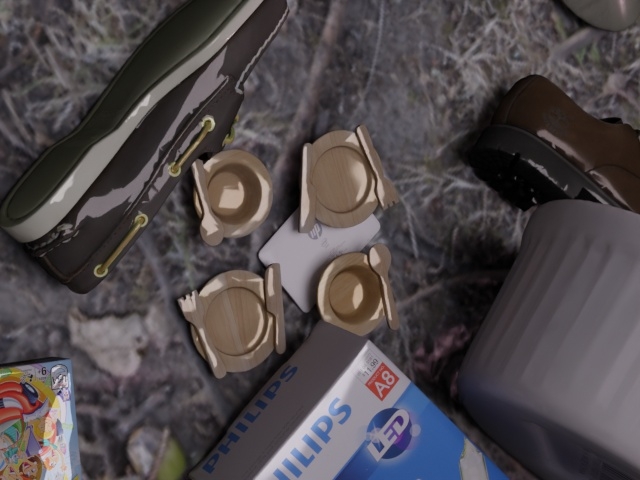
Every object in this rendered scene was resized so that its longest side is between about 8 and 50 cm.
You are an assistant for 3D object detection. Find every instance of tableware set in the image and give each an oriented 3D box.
[{"bbox_3d":[-0.018,0.005,1.152,0.168,0.020,0.141,-12,98,-29],"label":"tableware set"}]

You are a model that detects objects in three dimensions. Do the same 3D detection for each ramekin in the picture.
[{"bbox_3d":[0.221,0.106,1.173,0.277,0.277,0.135,41,76,-26],"label":"ramekin"}]

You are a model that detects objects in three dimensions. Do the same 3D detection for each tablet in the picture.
[{"bbox_3d":[0.000,0.000,1.181,0.083,0.006,0.054,-49,114,-24],"label":"tablet"}]

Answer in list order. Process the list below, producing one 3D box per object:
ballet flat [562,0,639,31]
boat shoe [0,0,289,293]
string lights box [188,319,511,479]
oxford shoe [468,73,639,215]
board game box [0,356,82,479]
[{"bbox_3d":[0.171,-0.226,1.257,0.213,0.068,0.072,46,66,-24],"label":"ballet flat"},{"bbox_3d":[-0.093,-0.069,1.081,0.228,0.081,0.069,-49,117,-16],"label":"boat shoe"},{"bbox_3d":[0.055,0.186,1.163,0.259,0.077,0.133,45,79,-25],"label":"string lights box"},{"bbox_3d":[0.211,-0.036,1.275,0.227,0.083,0.096,40,65,-28],"label":"oxford shoe"},{"bbox_3d":[-0.211,0.127,1.029,0.154,0.026,0.103,-7,94,-33],"label":"board game box"}]
